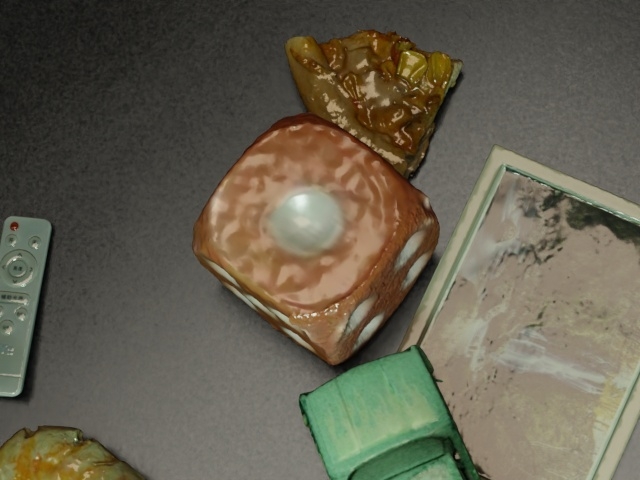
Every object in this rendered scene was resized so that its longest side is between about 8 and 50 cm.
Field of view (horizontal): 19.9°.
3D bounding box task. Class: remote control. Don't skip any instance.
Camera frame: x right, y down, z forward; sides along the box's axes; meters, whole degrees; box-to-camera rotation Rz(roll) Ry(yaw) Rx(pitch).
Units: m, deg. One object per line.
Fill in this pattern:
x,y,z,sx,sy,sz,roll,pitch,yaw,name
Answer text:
-0.302,0.065,1.796,0.050,0.027,0.184,6,72,6,remote control

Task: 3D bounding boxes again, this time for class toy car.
0.096,0.253,1.639,0.141,0.097,0.321,-24,71,1,toy car

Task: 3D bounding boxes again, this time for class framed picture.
0.206,0.094,1.734,0.240,0.020,0.324,25,80,11,framed picture

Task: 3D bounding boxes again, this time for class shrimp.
-0.195,0.290,1.712,0.294,0.062,0.154,32,94,15,shrimp

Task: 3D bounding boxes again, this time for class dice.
0.000,0.000,1.702,0.175,0.179,0.174,35,83,18,dice

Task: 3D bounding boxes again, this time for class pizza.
0.066,-0.146,1.790,0.161,0.062,0.182,-23,73,-5,pizza
